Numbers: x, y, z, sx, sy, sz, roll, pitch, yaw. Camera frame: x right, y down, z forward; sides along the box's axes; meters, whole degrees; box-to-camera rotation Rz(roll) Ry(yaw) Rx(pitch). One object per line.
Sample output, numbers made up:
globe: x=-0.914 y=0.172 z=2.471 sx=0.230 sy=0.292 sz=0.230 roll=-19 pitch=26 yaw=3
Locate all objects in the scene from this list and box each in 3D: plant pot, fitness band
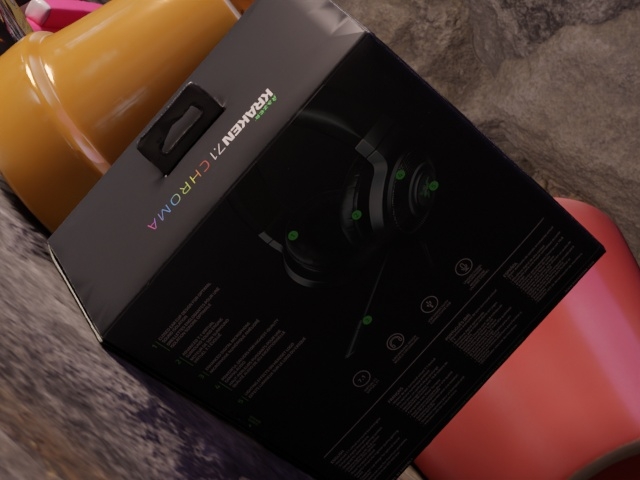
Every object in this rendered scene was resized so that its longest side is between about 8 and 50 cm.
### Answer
plant pot: x=-0.111 y=-0.099 z=1.113 sx=0.205 sy=0.188 sz=0.205 roll=46 pitch=16 yaw=-17
plant pot: x=0.193 y=0.139 z=1.309 sx=0.275 sy=0.275 sz=0.243 roll=36 pitch=18 yaw=-46
fitness band: x=-0.210 y=-0.190 z=1.705 sx=0.209 sy=0.054 sz=0.291 roll=37 pitch=19 yaw=20

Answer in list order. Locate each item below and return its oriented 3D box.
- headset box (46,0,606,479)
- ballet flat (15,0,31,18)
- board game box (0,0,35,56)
headset box: x=0.000 y=0.000 z=1.016 sx=0.283 sy=0.246 sz=0.131 roll=36 pitch=8 yaw=-37
ballet flat: x=-0.348 y=-0.298 z=1.854 sx=0.074 sy=0.074 sz=0.203 roll=40 pitch=18 yaw=-12
board game box: x=-0.272 y=-0.172 z=1.310 sx=0.165 sy=0.042 sz=0.243 roll=59 pitch=-1 yaw=-18
